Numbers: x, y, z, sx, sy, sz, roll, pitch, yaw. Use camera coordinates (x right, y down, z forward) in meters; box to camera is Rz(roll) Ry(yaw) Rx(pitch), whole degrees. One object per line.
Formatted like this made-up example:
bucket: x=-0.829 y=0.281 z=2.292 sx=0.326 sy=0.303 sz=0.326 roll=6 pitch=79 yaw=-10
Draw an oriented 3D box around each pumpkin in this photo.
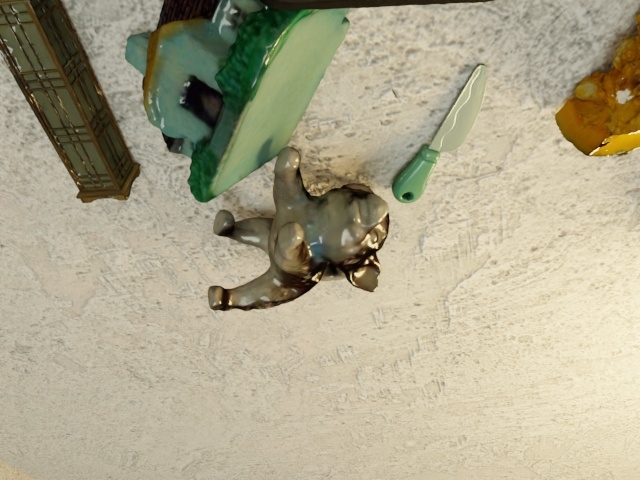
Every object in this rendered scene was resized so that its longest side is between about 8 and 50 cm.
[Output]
pumpkin: x=0.441 y=-0.243 z=0.609 sx=0.281 sy=0.139 sz=0.190 roll=-22 pitch=133 yaw=20

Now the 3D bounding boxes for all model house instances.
model house: x=-0.142 y=-0.244 z=0.617 sx=0.249 sy=0.230 sz=0.280 roll=37 pitch=127 yaw=3

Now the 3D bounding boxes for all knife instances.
knife: x=0.200 y=-0.159 z=0.785 sx=0.063 sy=0.034 sz=0.260 roll=18 pitch=130 yaw=-19

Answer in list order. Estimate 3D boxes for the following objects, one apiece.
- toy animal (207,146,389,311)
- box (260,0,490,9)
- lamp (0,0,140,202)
toy animal: x=0.000 y=0.000 z=0.830 sx=0.303 sy=0.194 sz=0.344 roll=7 pitch=157 yaw=-34
box: x=0.056 y=-0.366 z=0.438 sx=0.289 sy=0.073 sz=0.290 roll=-8 pitch=98 yaw=-9
lamp: x=-0.376 y=-0.207 z=0.729 sx=0.089 sy=0.090 sz=0.325 roll=-3 pitch=135 yaw=6
